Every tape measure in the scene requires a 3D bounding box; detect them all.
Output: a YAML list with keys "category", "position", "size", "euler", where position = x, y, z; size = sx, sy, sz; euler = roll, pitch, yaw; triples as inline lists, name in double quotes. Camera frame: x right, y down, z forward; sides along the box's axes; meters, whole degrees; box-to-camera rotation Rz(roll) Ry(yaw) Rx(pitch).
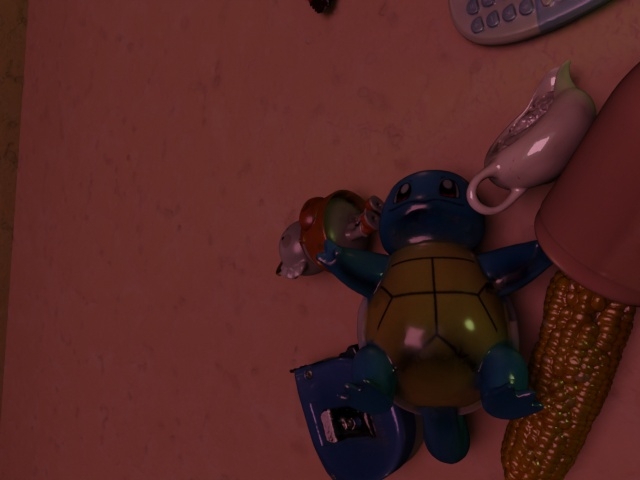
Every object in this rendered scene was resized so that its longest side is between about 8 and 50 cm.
- category: "tape measure"
  position: [0.080, 0.351, 0.797]
  size: [0.215, 0.097, 0.352]
  euler: [-28, 75, 36]

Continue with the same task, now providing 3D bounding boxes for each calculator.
- category: "calculator"
  position: [0.308, -0.376, 0.643]
  size: [0.302, 0.042, 0.189]
  euler: [-16, 79, 38]

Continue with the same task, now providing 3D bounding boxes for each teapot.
- category: "teapot"
  position: [0.268, -0.116, 0.612]
  size: [0.092, 0.145, 0.226]
  euler: [42, 79, -4]

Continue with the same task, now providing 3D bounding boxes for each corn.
- category: "corn"
  position: [0.305, 0.180, 0.614]
  size: [0.101, 0.101, 0.314]
  euler: [19, 105, 37]

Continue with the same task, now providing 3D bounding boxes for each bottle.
- category: "bottle"
  position: [0.349, -0.079, 0.456]
  size: [0.172, 0.207, 0.297]
  euler: [18, 130, 3]

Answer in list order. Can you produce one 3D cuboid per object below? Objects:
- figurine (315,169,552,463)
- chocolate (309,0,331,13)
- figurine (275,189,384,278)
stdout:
- category: "figurine"
  position: [0.162, 0.106, 0.643]
  size: [0.297, 0.243, 0.417]
  euler: [-5, 87, 21]
- category: "chocolate"
  position: [0.038, -0.493, 0.869]
  size: [0.182, 0.028, 0.086]
  euler: [-51, 54, 26]
- category: "figurine"
  position: [0.008, 0.005, 0.840]
  size: [0.271, 0.143, 0.144]
  euler: [-49, 60, 51]
